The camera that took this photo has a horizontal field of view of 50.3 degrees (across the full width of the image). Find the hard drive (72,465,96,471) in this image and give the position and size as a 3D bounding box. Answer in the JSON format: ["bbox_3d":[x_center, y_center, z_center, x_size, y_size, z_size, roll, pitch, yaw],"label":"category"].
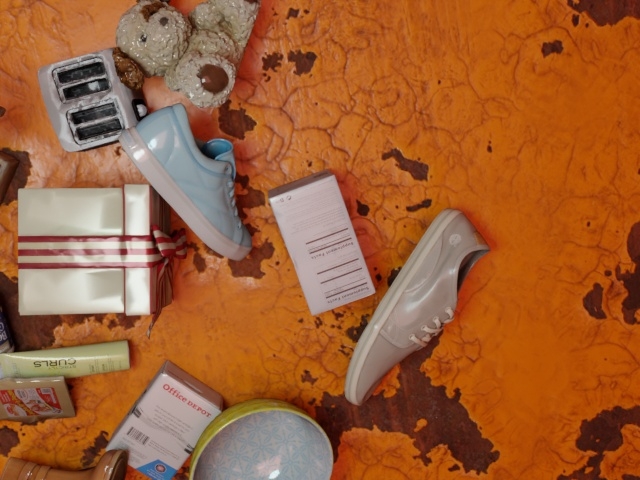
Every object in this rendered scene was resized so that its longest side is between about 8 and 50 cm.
[{"bbox_3d":[-0.494,0.531,1.445,0.135,0.022,0.094,-12,101,-3],"label":"hard drive"}]

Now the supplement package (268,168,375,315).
[{"bbox_3d":[0.000,0.000,1.339,0.134,0.139,0.244,-20,103,-1],"label":"supplement package"}]

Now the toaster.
[{"bbox_3d":[-0.422,-0.259,1.268,0.186,0.110,0.168,-15,100,-2],"label":"toaster"}]

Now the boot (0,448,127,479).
[{"bbox_3d":[-0.519,0.481,1.361,0.220,0.109,0.283,31,118,4],"label":"boot"}]

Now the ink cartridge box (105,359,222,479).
[{"bbox_3d":[-0.317,0.374,1.402,0.148,0.086,0.203,37,94,-10],"label":"ink cartridge box"}]

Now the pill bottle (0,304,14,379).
[{"bbox_3d":[-0.655,0.191,1.327,0.094,0.094,0.169,-9,113,-4],"label":"pill bottle"}]

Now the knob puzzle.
[{"bbox_3d":[-0.594,0.309,1.345,0.213,0.030,0.213,-6,143,-5],"label":"knob puzzle"}]

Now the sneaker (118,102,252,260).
[{"bbox_3d":[-0.196,-0.098,1.241,0.150,0.135,0.366,-35,139,2],"label":"sneaker"}]

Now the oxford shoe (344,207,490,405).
[{"bbox_3d":[0.193,0.149,1.364,0.130,0.169,0.449,33,93,19],"label":"oxford shoe"}]

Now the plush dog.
[{"bbox_3d":[-0.252,-0.351,1.223,0.225,0.210,0.262,19,72,-11],"label":"plush dog"}]

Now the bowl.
[{"bbox_3d":[-0.132,0.427,1.381,0.289,0.156,0.289,-6,111,-16],"label":"bowl"}]

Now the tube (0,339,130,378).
[{"bbox_3d":[-0.503,0.245,1.353,0.240,0.062,0.070,-5,84,-15],"label":"tube"}]

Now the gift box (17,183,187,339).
[{"bbox_3d":[-0.384,0.037,1.256,0.258,0.255,0.276,-2,94,-3],"label":"gift box"}]

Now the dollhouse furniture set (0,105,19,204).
[{"bbox_3d":[-0.712,-0.110,1.122,0.256,0.394,0.362,25,97,-9],"label":"dollhouse furniture set"}]
